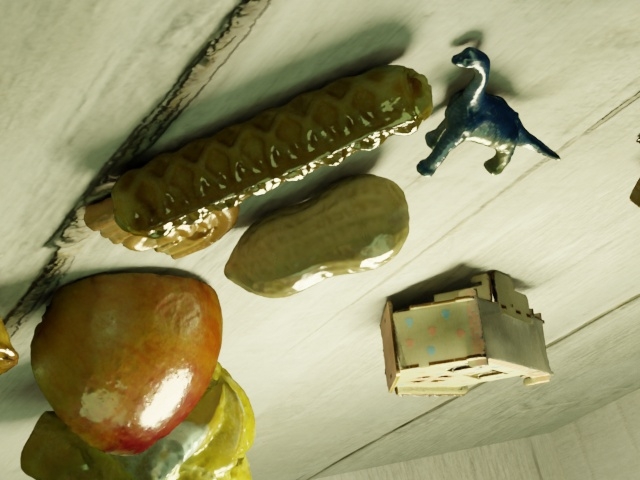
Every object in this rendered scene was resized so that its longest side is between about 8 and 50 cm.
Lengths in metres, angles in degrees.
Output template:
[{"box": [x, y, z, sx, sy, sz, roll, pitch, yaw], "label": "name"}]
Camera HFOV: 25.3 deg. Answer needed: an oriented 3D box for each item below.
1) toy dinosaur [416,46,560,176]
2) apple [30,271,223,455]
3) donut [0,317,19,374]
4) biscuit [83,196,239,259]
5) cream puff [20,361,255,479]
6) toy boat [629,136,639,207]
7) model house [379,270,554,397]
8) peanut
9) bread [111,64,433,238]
[{"box": [0.202, -0.144, 1.560, 0.247, 0.075, 0.188, 3, 147, -33], "label": "toy dinosaur"}, {"box": [-0.239, 0.151, 1.919, 0.254, 0.179, 0.346, -58, 152, 8], "label": "apple"}, {"box": [-0.501, 0.137, 1.710, 0.277, 0.109, 0.277, -15, 162, -5], "label": "donut"}, {"box": [-0.165, -0.023, 1.649, 0.144, 0.033, 0.224, -21, 163, 16], "label": "biscuit"}, {"box": [-0.258, 0.302, 2.234, 0.378, 0.276, 0.378, 13, 169, 3], "label": "cream puff"}, {"box": [0.550, -0.057, 2.025, 0.162, 0.136, 0.445, -20, 164, 28], "label": "toy boat"}, {"box": [0.217, 0.165, 2.379, 0.244, 0.169, 0.326, -17, 162, 27], "label": "model house"}, {"box": [0.000, 0.000, 1.736, 0.256, 0.124, 0.123, -23, 161, 28], "label": "peanut"}, {"box": [-0.055, -0.090, 1.469, 0.367, 0.077, 0.084, -21, 163, 17], "label": "bread"}]
